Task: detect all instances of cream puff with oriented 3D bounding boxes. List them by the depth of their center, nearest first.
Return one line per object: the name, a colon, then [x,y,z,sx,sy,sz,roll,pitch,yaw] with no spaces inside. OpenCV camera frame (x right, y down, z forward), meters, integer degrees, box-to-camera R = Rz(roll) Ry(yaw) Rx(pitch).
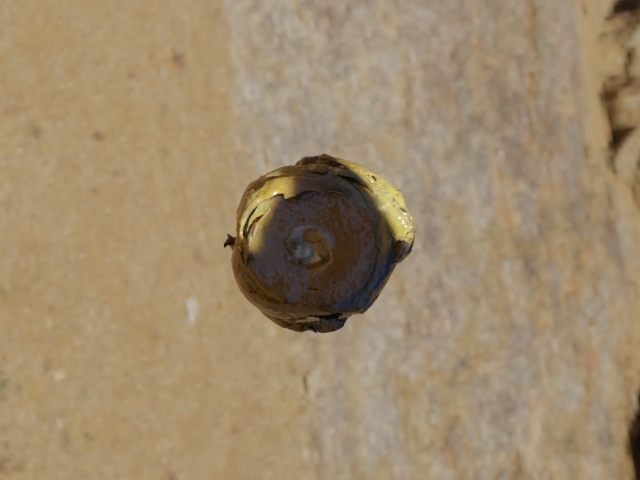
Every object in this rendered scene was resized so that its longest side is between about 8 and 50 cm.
cream puff: [0.000,0.000,1.105,0.119,0.133,0.104,58,-2,1]
